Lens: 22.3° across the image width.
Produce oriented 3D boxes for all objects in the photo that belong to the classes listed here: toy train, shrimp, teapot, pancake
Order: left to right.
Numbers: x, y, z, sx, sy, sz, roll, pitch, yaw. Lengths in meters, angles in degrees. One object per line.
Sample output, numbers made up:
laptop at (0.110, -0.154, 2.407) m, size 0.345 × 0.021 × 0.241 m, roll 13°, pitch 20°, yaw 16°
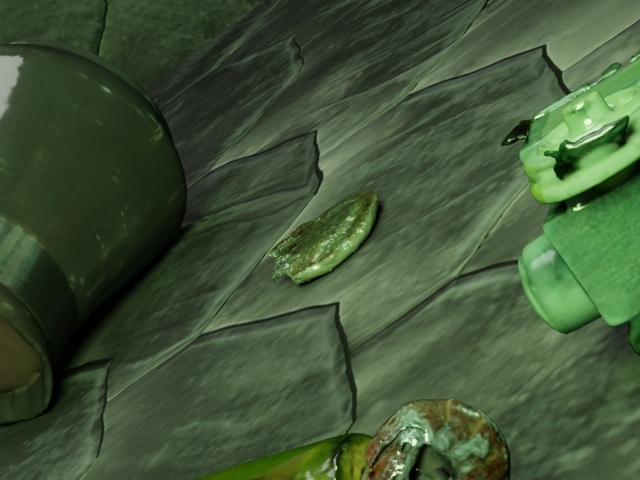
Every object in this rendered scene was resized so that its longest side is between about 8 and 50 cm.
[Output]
teapot at (-0.333, 0.019, 1.669) m, size 0.376 × 0.305 × 0.362 m, roll -62°, pitch 3°, yaw 48°
pancake at (0.004, -0.005, 1.421) m, size 0.116 × 0.022 × 0.129 m, roll -34°, pitch 17°, yaw 7°
shrimp at (0.017, 0.181, 0.848) m, size 0.233 × 0.079 × 0.090 m, roll -54°, pitch 11°, yaw 11°
toy train at (0.229, -0.048, 0.873) m, size 0.271 × 0.159 × 0.188 m, roll -32°, pitch 9°, yaw 22°

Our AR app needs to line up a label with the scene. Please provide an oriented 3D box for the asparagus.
asparagus at (-0.060, 0.175, 1.040) m, size 0.277 × 0.060 × 0.067 m, roll -24°, pitch 33°, yaw 41°
